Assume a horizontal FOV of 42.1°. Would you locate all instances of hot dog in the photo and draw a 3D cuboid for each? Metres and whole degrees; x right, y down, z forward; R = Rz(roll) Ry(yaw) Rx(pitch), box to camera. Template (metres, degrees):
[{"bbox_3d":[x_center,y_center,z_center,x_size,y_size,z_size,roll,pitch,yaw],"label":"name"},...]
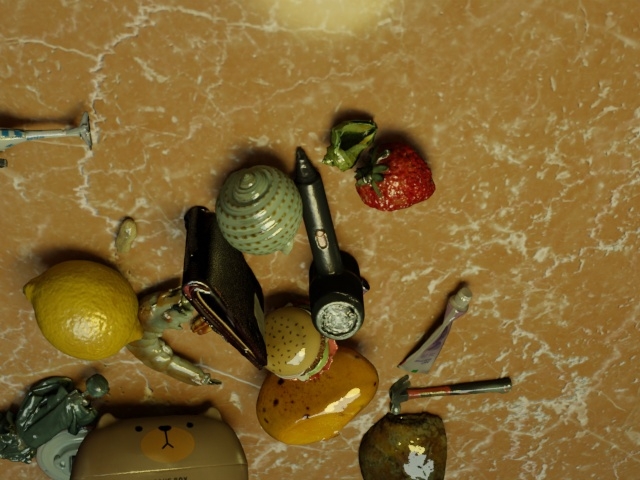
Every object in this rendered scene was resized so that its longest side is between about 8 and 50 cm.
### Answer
[{"bbox_3d":[-0.228,0.162,1.747,0.122,0.037,0.049,-30,138,26],"label":"hot dog"}]

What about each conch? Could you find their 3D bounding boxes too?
[{"bbox_3d":[0.050,-0.171,1.454,0.121,0.074,0.089,-34,163,-2],"label":"conch"},{"bbox_3d":[-0.113,-0.037,1.489,0.172,0.131,0.200,-1,119,22],"label":"conch"}]

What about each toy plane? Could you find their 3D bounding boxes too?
[{"bbox_3d":[-0.527,-0.184,1.406,0.273,0.107,0.182,-23,87,-9],"label":"toy plane"}]

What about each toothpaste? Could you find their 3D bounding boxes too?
[{"bbox_3d":[0.256,0.205,1.816,0.075,0.048,0.301,-12,144,-32],"label":"toothpaste"}]

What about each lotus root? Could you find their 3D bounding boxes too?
[{"bbox_3d":[0.203,0.575,2.068,0.210,0.142,0.314,-3,129,-1],"label":"lotus root"}]

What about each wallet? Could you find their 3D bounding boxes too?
[{"bbox_3d":[-0.172,0.089,1.566,0.071,0.221,0.262,-25,128,10],"label":"wallet"}]

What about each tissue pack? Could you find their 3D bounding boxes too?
[{"bbox_3d":[-0.366,0.532,1.876,0.387,0.277,0.267,2,157,-20],"label":"tissue pack"}]

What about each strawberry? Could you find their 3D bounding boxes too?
[{"bbox_3d":[0.136,-0.102,1.492,0.131,0.131,0.148,-38,116,25],"label":"strawberry"}]

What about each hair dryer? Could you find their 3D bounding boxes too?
[{"bbox_3d":[0.000,0.000,1.550,0.107,0.189,0.352,-14,117,5],"label":"hair dryer"}]

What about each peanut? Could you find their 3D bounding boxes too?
[{"bbox_3d":[-0.373,-0.006,1.589,0.037,0.037,0.083,18,131,-19],"label":"peanut"}]

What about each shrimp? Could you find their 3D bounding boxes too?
[{"bbox_3d":[-0.328,0.214,1.743,0.185,0.068,0.287,1,127,17],"label":"shrimp"}]

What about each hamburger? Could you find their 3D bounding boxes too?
[{"bbox_3d":[-0.056,0.206,1.690,0.175,0.175,0.137,-26,167,17],"label":"hamburger"}]

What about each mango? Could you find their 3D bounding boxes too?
[{"bbox_3d":[-0.006,0.320,1.796,0.290,0.191,0.160,-23,142,20],"label":"mango"}]

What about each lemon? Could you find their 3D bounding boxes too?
[{"bbox_3d":[-0.450,0.133,1.602,0.244,0.187,0.187,31,122,-19],"label":"lemon"}]

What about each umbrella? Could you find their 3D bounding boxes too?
[{"bbox_3d":[-0.606,0.390,1.871,0.348,0.094,0.143,-34,119,20],"label":"umbrella"}]

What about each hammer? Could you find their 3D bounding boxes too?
[{"bbox_3d":[0.305,0.353,1.956,0.287,0.033,0.111,-5,132,-1],"label":"hammer"}]

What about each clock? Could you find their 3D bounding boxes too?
[{"bbox_3d":[-0.564,0.523,2.014,0.244,0.056,0.244,-2,131,-2],"label":"clock"}]

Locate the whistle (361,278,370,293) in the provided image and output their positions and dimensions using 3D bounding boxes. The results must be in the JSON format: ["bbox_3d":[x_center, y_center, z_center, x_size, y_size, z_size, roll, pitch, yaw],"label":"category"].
[{"bbox_3d":[0.034,0.137,1.747,0.033,0.033,0.176,35,119,-29],"label":"whistle"}]
